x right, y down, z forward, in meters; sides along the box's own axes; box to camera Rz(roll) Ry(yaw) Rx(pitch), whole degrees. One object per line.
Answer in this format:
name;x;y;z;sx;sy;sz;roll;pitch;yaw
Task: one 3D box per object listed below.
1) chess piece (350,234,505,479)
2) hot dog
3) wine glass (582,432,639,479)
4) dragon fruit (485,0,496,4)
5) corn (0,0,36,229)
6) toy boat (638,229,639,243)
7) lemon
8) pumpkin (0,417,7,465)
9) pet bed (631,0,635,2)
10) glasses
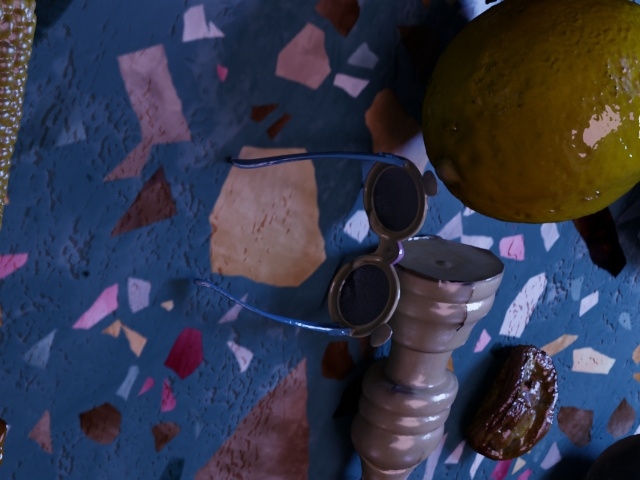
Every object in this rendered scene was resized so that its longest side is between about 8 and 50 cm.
chess piece;0.097;0.158;1.541;0.139;0.124;0.307;-76;180;-72
hot dog;0.232;0.195;1.722;0.099;0.065;0.147;37;83;-38
wine glass;0.458;0.407;1.936;0.238;0.238;0.323;-45;145;-21
dragon fruit;0.192;-0.312;1.305;0.228;0.286;0.329;-42;144;-29
corn;-0.271;-0.067;1.053;0.106;0.106;0.305;-9;118;-43
toy boat;0.491;-0.011;1.880;0.295;0.088;0.129;26;89;-59
lemon;0.227;-0.134;1.412;0.263;0.236;0.236;-57;140;-30
pumpkin;-0.384;0.267;1.097;0.290;0.095;0.258;-21;135;-37
pet bed;0.287;-0.204;1.594;0.201;0.053;0.201;-20;121;-38
glasses;-0.015;-0.009;1.392;0.221;0.088;0.189;13;101;-28
